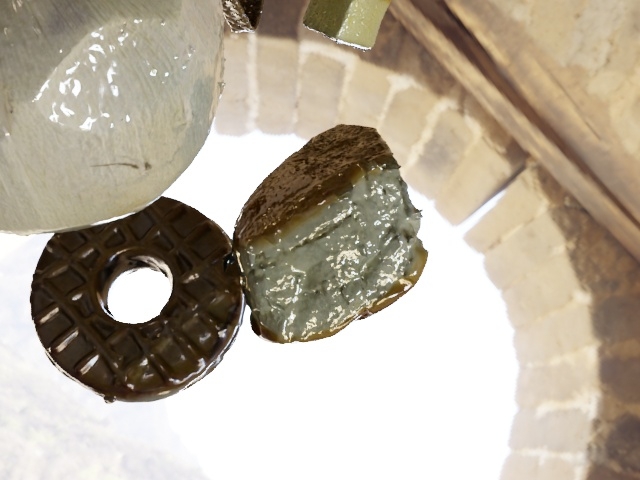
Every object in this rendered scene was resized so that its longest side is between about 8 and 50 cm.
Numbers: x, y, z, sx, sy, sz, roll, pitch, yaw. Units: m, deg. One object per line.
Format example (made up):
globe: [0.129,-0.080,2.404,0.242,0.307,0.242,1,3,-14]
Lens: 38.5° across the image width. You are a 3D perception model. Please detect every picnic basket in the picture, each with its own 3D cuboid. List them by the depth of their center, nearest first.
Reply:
picnic basket: [-0.161,-0.469,1.660,0.054,0.110,0.193,1,-30,18]

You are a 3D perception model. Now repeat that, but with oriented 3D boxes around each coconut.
coconut: [-0.259,-0.198,0.869,0.346,0.346,0.360,47,-27,21]

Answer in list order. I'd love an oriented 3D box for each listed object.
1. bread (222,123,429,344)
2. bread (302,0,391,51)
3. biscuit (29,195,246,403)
bread: [0.000,0.000,1.243,0.225,0.279,0.250,61,-1,-23]
bread: [0.050,-0.451,1.747,0.152,0.147,0.127,33,16,31]
biscuit: [-0.269,0.080,1.373,0.332,0.332,0.103,48,-18,19]
